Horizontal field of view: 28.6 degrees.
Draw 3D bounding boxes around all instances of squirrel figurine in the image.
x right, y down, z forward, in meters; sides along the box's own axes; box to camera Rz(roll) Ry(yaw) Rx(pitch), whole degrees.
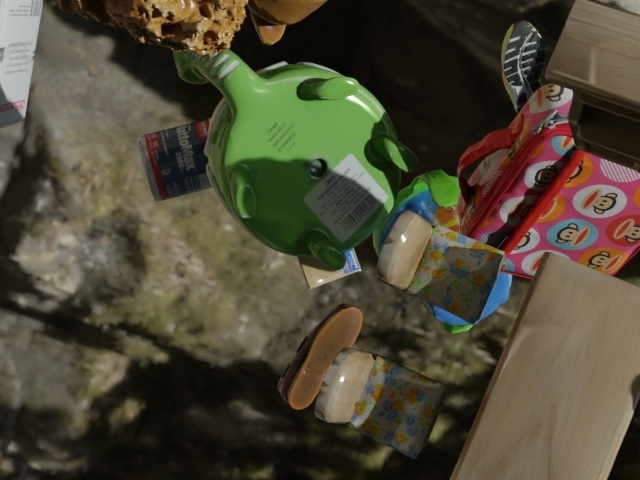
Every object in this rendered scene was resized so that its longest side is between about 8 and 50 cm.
[{"bbox_3d":[-0.154,-0.344,1.422,0.281,0.370,0.397,-29,-147,45],"label":"squirrel figurine"}]

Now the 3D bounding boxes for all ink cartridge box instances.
[{"bbox_3d":[-0.548,-0.339,2.058,0.211,0.121,0.289,-69,170,-79],"label":"ink cartridge box"}]

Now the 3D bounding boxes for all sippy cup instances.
[{"bbox_3d":[0.243,0.034,2.356,0.240,0.305,0.224,-44,-140,14],"label":"sippy cup"}]

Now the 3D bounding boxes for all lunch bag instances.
[{"bbox_3d":[0.300,-0.070,1.586,0.293,0.258,0.120,119,-19,-49],"label":"lunch bag"}]

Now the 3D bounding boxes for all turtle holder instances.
[{"bbox_3d":[-0.059,-0.120,1.629,0.227,0.320,0.243,39,-68,63],"label":"turtle holder"}]

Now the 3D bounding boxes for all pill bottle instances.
[{"bbox_3d":[-0.189,-0.134,1.980,0.108,0.180,0.108,165,-90,-85],"label":"pill bottle"}]

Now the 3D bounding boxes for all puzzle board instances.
[{"bbox_3d":[0.000,0.000,1.909,0.011,0.096,0.128,-21,-91,60],"label":"puzzle board"}]

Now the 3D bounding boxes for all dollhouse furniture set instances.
[{"bbox_3d":[0.224,0.045,1.018,0.394,0.362,0.256,-67,163,-1],"label":"dollhouse furniture set"}]

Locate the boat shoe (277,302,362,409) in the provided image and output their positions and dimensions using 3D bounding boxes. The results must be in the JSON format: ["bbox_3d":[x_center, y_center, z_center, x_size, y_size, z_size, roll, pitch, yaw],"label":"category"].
[{"bbox_3d":[-0.007,0.191,2.179,0.207,0.073,0.073,-54,-149,3],"label":"boat shoe"}]

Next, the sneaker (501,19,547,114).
[{"bbox_3d":[0.359,-0.317,2.274,0.094,0.081,0.208,-109,-175,-46],"label":"sneaker"}]
